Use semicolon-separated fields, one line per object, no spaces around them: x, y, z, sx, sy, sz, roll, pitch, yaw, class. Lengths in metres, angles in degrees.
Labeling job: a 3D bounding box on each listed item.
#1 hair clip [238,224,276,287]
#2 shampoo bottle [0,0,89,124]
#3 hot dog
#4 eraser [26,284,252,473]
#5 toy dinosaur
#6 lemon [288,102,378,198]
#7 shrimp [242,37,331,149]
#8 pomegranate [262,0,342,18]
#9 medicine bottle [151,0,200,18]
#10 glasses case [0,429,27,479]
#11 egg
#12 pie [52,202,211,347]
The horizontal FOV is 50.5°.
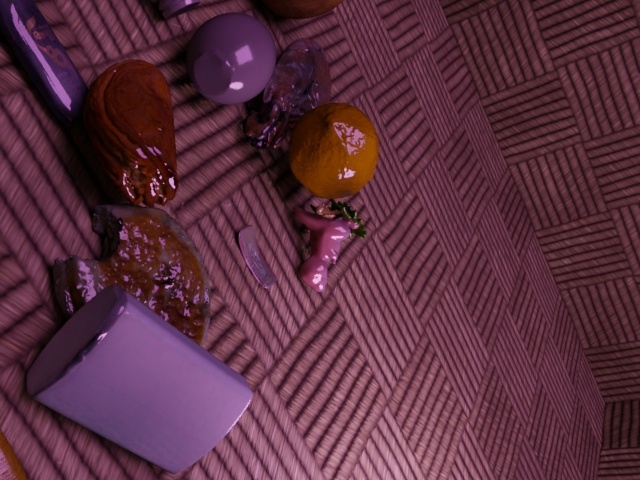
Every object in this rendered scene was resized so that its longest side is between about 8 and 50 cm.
-0.134;0.035;1.414;0.054;0.022;0.137;-41;110;-54;hair clip
-0.445;-0.300;1.078;0.233;0.049;0.087;62;27;-17;shampoo bottle
-0.304;-0.182;1.124;0.196;0.122;0.272;69;3;-51;hot dog
-0.259;0.215;1.008;0.189;0.104;0.290;-46;126;-3;eraser
-0.005;-0.002;1.564;0.177;0.152;0.194;-34;113;-26;toy dinosaur
0.028;-0.195;1.490;0.260;0.204;0.204;97;-10;-70;lemon
-0.067;-0.335;1.621;0.445;0.110;0.221;-58;141;-50;shrimp
-0.040;-0.681;1.668;0.281;0.281;0.281;29;53;-47;pomegranate
-0.315;-0.540;1.328;0.191;0.107;0.107;64;34;-14;medicine bottle
-0.418;0.286;0.838;0.079;0.064;0.234;-37;106;-54;glasses case
-0.178;-0.378;1.394;0.176;0.176;0.232;55;36;-26;egg
-0.292;0.081;1.118;0.302;0.067;0.302;28;55;-48;pie
